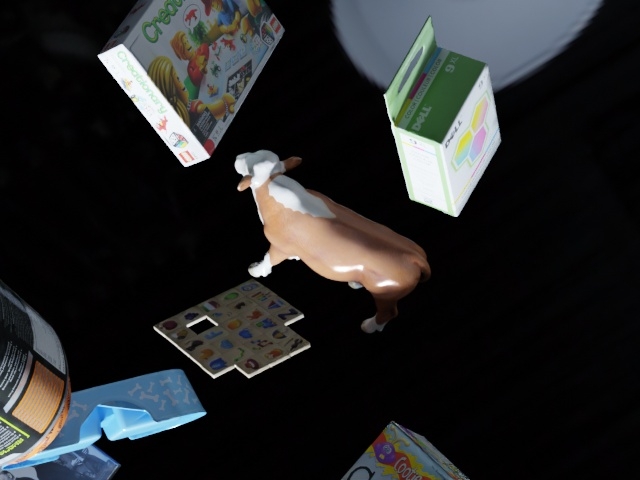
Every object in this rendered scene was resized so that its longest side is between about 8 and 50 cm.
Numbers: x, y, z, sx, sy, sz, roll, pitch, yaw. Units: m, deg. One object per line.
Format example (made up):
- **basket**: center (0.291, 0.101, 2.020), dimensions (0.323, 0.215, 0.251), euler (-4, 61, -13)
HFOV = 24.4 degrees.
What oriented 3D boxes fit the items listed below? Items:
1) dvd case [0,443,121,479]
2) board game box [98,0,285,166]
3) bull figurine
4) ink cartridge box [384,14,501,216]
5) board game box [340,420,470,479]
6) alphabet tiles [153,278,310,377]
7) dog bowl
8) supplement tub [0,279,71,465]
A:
- **dvd case**: center (-0.442, 0.332, 2.180), dimensions (0.238, 0.179, 0.029), euler (36, 174, 8)
- **board game box**: center (-0.167, -0.268, 2.003), dimensions (0.193, 0.053, 0.305), euler (53, -140, -26)
- **bull figurine**: center (0.000, 0.000, 2.023), dimensions (0.310, 0.188, 0.101), euler (31, -125, 7)
- **ink cartridge box**: center (0.130, -0.126, 1.542), dimensions (0.062, 0.109, 0.209), euler (22, 159, 22)
- **board game box**: center (0.073, 0.394, 1.945), dimensions (0.142, 0.275, 0.144), euler (42, -178, 27)
- **alphabet tiles**: center (-0.129, 0.146, 2.394), dimensions (0.237, 0.198, 0.009), euler (32, 139, 48)
- **dog bowl**: center (-0.312, 0.250, 2.091), dimensions (0.166, 0.297, 0.074), euler (141, 115, -65)
- **supplement tub**: center (-0.380, 0.126, 1.532), dimensions (0.316, 0.193, 0.194), euler (66, 179, -66)
